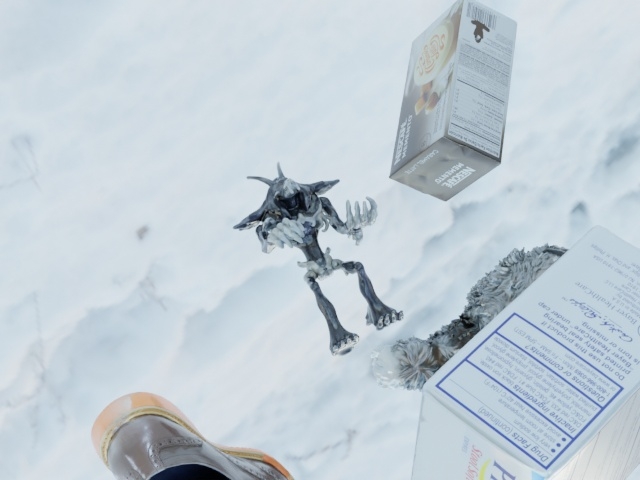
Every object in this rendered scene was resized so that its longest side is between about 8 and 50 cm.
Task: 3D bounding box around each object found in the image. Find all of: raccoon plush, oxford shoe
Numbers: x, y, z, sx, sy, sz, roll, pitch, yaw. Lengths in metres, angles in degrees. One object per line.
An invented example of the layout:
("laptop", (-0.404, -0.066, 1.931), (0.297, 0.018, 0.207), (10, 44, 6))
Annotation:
("raccoon plush", (0.326, 0.129, 1.961), (0.446, 0.216, 0.299), (-7, 173, 20))
("oxford shoe", (-0.115, 0.310, 1.360), (0.130, 0.133, 0.363), (-49, 131, 4))

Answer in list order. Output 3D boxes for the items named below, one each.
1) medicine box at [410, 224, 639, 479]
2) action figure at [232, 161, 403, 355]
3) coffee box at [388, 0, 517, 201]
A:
("medicine box", (0.238, 0.178, 1.191), (0.289, 0.149, 0.263), (-37, 148, -29))
("action figure", (0.000, 0.000, 1.486), (0.164, 0.276, 0.141), (-25, 164, -24))
("coffee box", (0.187, -0.198, 1.638), (0.098, 0.247, 0.141), (23, 150, -20))
